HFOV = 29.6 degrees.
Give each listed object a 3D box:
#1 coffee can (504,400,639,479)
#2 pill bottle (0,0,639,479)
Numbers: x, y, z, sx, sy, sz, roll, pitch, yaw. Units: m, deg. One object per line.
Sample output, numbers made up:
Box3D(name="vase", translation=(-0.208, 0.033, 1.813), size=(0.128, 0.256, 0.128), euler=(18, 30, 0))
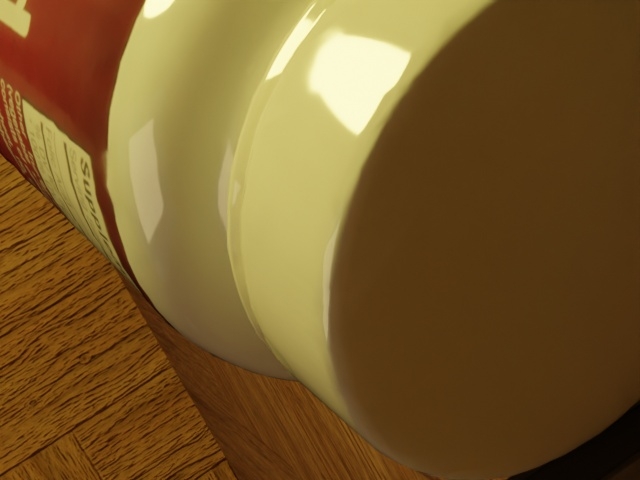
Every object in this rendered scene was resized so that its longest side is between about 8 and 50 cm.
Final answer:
Box3D(name="coffee can", translation=(0.183, 0.208, 0.506), size=(0.275, 0.201, 0.201), euler=(55, 165, 8))
Box3D(name="pill bottle", translation=(-0.023, -0.077, 0.534), size=(0.392, 0.224, 0.224), euler=(36, 154, 49))
